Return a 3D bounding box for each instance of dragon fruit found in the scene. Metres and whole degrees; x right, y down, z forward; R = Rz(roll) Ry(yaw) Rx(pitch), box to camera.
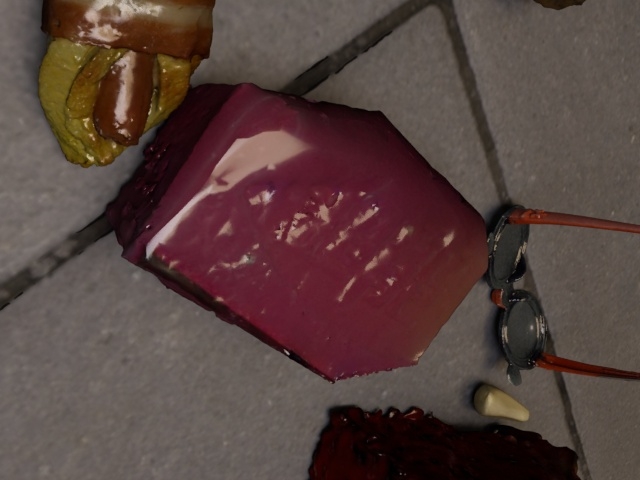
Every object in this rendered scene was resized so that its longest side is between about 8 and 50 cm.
[{"bbox_3d":[0.171,0.336,0.742,0.329,0.286,0.227,12,95,-45],"label":"dragon fruit"}]

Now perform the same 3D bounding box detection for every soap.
[{"bbox_3d":[0.000,0.000,0.581,0.325,0.127,0.220,40,84,-38],"label":"soap"}]

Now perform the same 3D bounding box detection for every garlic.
[{"bbox_3d":[0.225,0.208,0.851,0.083,0.053,0.041,25,75,-25],"label":"garlic"}]

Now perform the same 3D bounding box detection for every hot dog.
[{"bbox_3d":[-0.124,-0.173,0.452,0.123,0.093,0.261,-3,108,-33],"label":"hot dog"}]

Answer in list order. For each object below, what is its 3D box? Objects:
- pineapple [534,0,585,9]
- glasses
[{"bbox_3d":[0.289,-0.339,0.664,0.248,0.128,0.128,-45,126,-19],"label":"pineapple"},{"bbox_3d":[0.322,0.074,0.746,0.118,0.268,0.234,-42,125,-39],"label":"glasses"}]
